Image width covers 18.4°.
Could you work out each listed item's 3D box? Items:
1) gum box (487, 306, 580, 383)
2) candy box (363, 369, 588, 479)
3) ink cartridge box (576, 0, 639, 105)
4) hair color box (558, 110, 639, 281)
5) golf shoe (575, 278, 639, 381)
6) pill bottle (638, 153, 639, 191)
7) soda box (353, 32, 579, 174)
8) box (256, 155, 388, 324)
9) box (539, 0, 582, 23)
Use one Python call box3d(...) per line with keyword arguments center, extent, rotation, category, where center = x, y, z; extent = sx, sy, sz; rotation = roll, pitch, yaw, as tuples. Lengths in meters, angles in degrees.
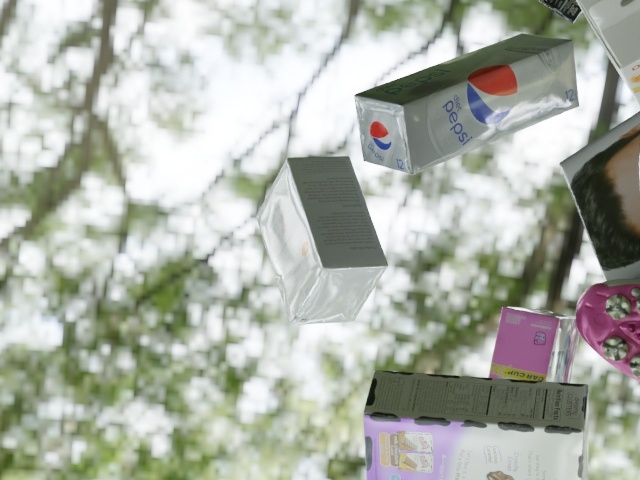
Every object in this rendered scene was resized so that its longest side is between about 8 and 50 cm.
box3d(center=(0.229, 0.128, 2.105), extent=(0.062, 0.107, 0.188), rotation=(11, -179, 16), category="gum box")
box3d(center=(0.142, 0.207, 1.784), extent=(0.196, 0.165, 0.070), rotation=(3, -146, 9), category="candy box")
box3d(center=(0.308, -0.196, 1.846), extent=(0.090, 0.092, 0.143), rotation=(63, -169, 25), category="ink cartridge box")
box3d(center=(0.456, -0.090, 2.095), extent=(0.113, 0.374, 0.185), rotation=(29, -145, -46), category="hair color box")
box3d(center=(0.415, 0.096, 2.047), extent=(0.306, 0.115, 0.140), rotation=(13, -161, 4), category="golf shoe")
box3d(center=(0.336, -0.008, 1.702), extent=(0.121, 0.216, 0.121), rotation=(-5, -128, 6), category="pill bottle")
box3d(center=(0.183, -0.171, 2.426), extent=(0.286, 0.091, 0.098), rotation=(-22, -156, -32), category="soda box")
box3d(center=(0.000, 0.000, 2.461), extent=(0.091, 0.130, 0.170), rotation=(-2, -124, -26), category="box")
box3d(center=(0.265, -0.284, 2.104), extent=(0.067, 0.083, 0.018), rotation=(34, -176, 5), category="box")
